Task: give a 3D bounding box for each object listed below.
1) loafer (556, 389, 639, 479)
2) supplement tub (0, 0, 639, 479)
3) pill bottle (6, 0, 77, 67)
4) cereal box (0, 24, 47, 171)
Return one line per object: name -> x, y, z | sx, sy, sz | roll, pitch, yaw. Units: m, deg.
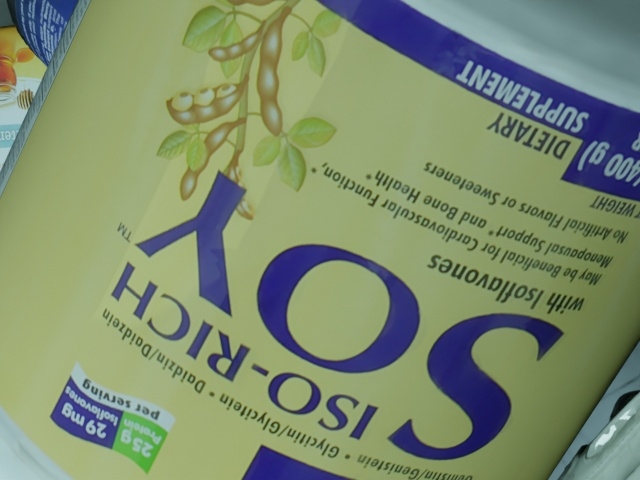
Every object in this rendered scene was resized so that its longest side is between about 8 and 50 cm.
loafer -> 0.138, 0.112, 0.659 | 0.319, 0.112, 0.111 | -55, 13, 49
supplement tub -> 0.000, 0.000, 0.670 | 0.241, 0.241, 0.331 | 51, 122, 41
pill bottle -> -0.078, -0.113, 0.869 | 0.219, 0.123, 0.123 | 45, 129, 40
cereal box -> -0.162, -0.004, 1.034 | 0.173, 0.047, 0.240 | -2, 94, 38
